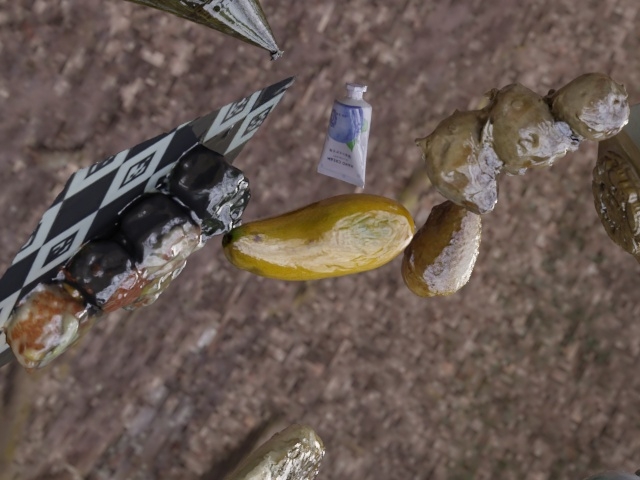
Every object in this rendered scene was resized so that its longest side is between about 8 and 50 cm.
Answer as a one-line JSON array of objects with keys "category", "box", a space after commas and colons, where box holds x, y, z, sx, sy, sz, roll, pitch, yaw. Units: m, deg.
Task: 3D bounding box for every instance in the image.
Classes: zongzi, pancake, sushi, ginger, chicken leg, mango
[{"category": "zongzi", "box": [-0.183, -0.296, 1.719, 0.242, 0.221, 0.112, 56, 43, -28]}, {"category": "pancake", "box": [-0.106, 0.322, 1.370, 0.356, 0.065, 0.356, -52, 166, -19]}, {"category": "sushi", "box": [-0.157, 0.022, 1.240, 0.320, 0.069, 0.339, -50, 170, 33]}, {"category": "ginger", "box": [0.194, -0.101, 1.368, 0.204, 0.104, 0.080, -27, 177, 18]}, {"category": "chicken leg", "box": [0.187, -0.038, 1.896, 0.251, 0.087, 0.107, -64, 162, 11]}, {"category": "mango", "box": [0.000, 0.000, 1.371, 0.190, 0.075, 0.098, -11, 155, -11]}]

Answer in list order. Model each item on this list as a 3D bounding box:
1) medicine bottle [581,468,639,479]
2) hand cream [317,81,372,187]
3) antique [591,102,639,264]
[{"category": "medicine bottle", "box": [0.271, 0.285, 1.393, 0.352, 0.110, 0.110, -24, 144, -22]}, {"category": "hand cream", "box": [0.038, -0.152, 2.035, 0.053, 0.084, 0.142, -9, 115, -52]}, {"category": "antique", "box": [0.383, -0.058, 1.579, 0.148, 0.152, 0.146, -19, 139, -10]}]
